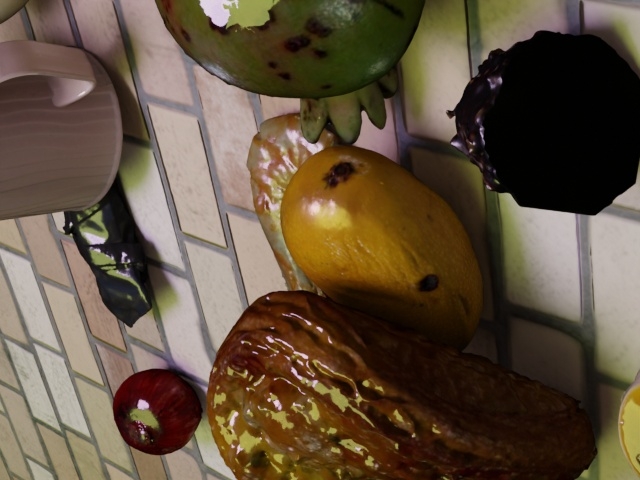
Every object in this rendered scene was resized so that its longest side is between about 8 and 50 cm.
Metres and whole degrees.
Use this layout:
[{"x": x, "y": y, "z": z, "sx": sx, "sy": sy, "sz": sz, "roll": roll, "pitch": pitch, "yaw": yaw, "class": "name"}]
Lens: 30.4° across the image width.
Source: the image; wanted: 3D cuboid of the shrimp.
[{"x": -0.001, "y": 0.001, "z": 1.286, "sx": 0.154, "sy": 0.062, "sz": 0.294, "roll": 9, "pitch": 126, "yaw": 36, "class": "shrimp"}]

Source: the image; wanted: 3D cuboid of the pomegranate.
[{"x": 0.000, "y": -0.199, "z": 0.992, "sx": 0.242, "sy": 0.242, "sz": 0.306, "roll": 1, "pitch": 141, "yaw": 47, "class": "pomegranate"}]

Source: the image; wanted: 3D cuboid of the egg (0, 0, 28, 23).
[{"x": -0.413, "y": -0.331, "z": 1.345, "sx": 0.241, "sy": 0.186, "sz": 0.186, "roll": -9, "pitch": 114, "yaw": 40, "class": "egg"}]

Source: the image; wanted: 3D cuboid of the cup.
[{"x": -0.379, "y": -0.122, "z": 1.383, "sx": 0.288, "sy": 0.273, "sz": 0.208, "roll": 4, "pitch": 101, "yaw": 45, "class": "cup"}]

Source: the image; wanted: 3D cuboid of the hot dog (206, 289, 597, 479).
[{"x": 0.079, "y": 0.188, "z": 1.136, "sx": 0.387, "sy": 0.174, "sz": 0.267, "roll": 22, "pitch": 142, "yaw": -17, "class": "hot dog"}]

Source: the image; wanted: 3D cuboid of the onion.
[{"x": -0.236, "y": 0.249, "z": 1.706, "sx": 0.131, "sy": 0.131, "sz": 0.131, "roll": 29, "pitch": 138, "yaw": 29, "class": "onion"}]

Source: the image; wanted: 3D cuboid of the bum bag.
[{"x": -0.302, "y": -0.021, "z": 1.587, "sx": 0.137, "sy": 0.074, "sz": 0.310, "roll": 1, "pitch": 118, "yaw": 49, "class": "bum bag"}]

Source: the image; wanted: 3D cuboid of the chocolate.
[{"x": 0.169, "y": -0.103, "z": 0.974, "sx": 0.156, "sy": 0.156, "sz": 0.133, "roll": 65, "pitch": 167, "yaw": -18, "class": "chocolate"}]

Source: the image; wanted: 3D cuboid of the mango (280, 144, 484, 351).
[{"x": 0.070, "y": 0.018, "z": 1.159, "sx": 0.177, "sy": 0.120, "sz": 0.295, "roll": 3, "pitch": 147, "yaw": 36, "class": "mango"}]

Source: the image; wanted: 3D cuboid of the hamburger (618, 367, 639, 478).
[{"x": 0.352, "y": 0.181, "z": 1.013, "sx": 0.210, "sy": 0.116, "sz": 0.173, "roll": 47, "pitch": 136, "yaw": 13, "class": "hamburger"}]
